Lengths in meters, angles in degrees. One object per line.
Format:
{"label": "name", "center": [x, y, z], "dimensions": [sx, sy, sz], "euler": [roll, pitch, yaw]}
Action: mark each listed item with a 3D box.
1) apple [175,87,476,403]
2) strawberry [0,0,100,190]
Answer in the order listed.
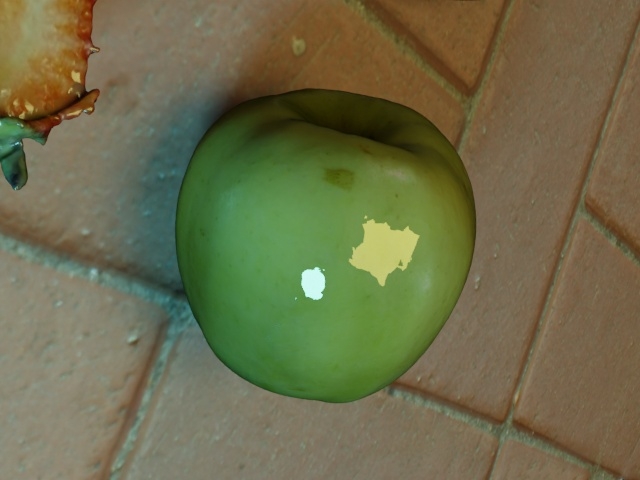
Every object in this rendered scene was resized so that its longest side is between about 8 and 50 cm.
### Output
{"label": "apple", "center": [0.000, 0.000, 0.877], "dimensions": [0.262, 0.262, 0.263], "euler": [-18, 114, -46]}
{"label": "strawberry", "center": [-0.225, -0.169, 0.675], "dimensions": [0.188, 0.106, 0.286], "euler": [30, 65, -54]}
